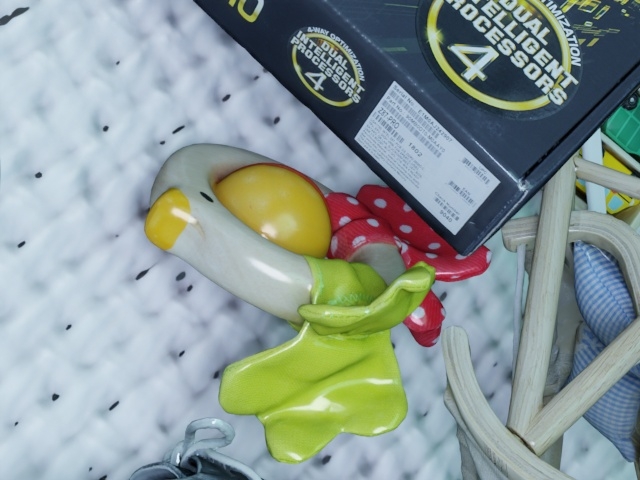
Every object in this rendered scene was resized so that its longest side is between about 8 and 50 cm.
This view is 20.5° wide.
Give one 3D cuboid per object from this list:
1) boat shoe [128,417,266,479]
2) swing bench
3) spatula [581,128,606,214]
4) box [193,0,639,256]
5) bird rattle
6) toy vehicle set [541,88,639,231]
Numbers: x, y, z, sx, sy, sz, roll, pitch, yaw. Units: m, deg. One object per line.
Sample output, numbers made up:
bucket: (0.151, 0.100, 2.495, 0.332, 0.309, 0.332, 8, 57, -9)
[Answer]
boat shoe: (-0.072, 0.163, 1.010, 0.306, 0.113, 0.105, -5, 67, -44)
swing bench: (0.172, 0.110, 1.115, 0.254, 0.165, 0.253, -58, 156, -28)
spatula: (0.250, -0.041, 1.297, 0.168, 0.019, 0.242, -19, 116, -22)
box: (0.051, -0.225, 1.079, 0.395, 0.097, 0.318, 44, 54, 6)
bird rattle: (0.000, 0.000, 1.060, 0.207, 0.143, 0.253, 32, 29, -3)
toy vehicle set: (0.172, -0.132, 1.263, 0.267, 0.035, 0.166, 35, 88, -31)
